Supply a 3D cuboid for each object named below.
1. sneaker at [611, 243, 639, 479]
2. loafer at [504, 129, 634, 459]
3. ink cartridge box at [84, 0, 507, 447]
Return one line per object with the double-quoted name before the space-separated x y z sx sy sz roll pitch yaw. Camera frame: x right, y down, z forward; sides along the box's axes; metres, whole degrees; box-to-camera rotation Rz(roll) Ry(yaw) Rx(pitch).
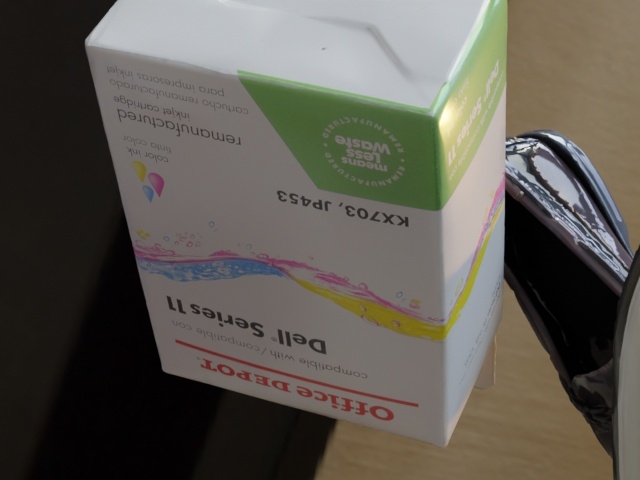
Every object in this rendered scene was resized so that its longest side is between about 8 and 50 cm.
"sneaker" 0.217 0.198 0.524 0.257 0.169 0.447 47 -27 49
"loafer" 0.179 0.063 0.990 0.109 0.095 0.302 -44 -112 35
"ink cartridge box" 0.000 0.000 0.943 0.353 0.207 0.119 83 27 -46
